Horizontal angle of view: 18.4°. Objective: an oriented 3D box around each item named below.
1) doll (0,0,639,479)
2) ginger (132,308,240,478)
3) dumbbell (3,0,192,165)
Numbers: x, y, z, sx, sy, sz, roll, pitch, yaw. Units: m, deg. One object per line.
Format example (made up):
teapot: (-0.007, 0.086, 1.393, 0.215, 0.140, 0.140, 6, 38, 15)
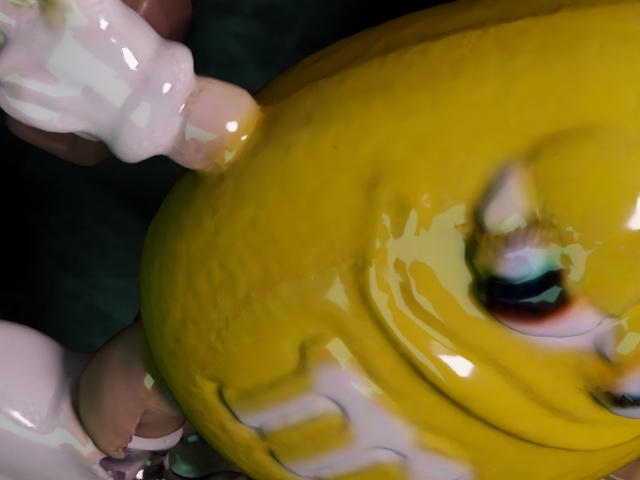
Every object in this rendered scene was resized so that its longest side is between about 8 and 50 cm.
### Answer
doll: (0.000, 0.025, 0.763, 0.348, 0.161, 0.423, 13, 138, -1)
ginger: (-0.059, 0.100, 0.980, 0.104, 0.080, 0.204, -12, 136, -3)
dumbbell: (-0.166, -0.111, 0.804, 0.231, 0.082, 0.092, 24, 143, 5)
